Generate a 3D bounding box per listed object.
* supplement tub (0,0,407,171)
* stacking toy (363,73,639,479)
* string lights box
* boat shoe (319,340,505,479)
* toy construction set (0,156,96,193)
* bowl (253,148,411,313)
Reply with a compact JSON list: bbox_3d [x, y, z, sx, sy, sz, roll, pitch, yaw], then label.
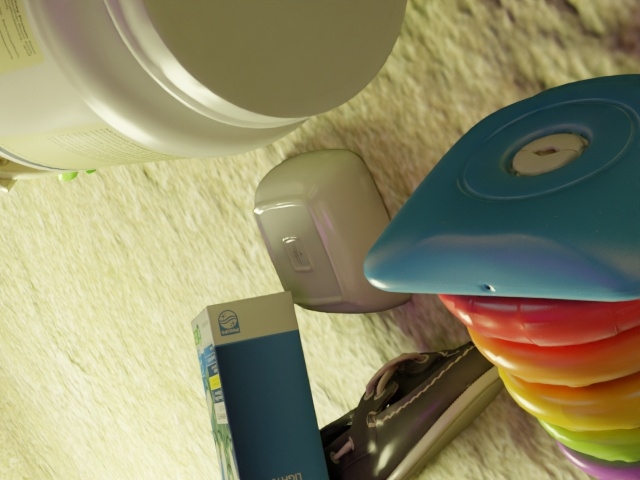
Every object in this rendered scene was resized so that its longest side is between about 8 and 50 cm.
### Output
[{"bbox_3d":[-0.121,-0.168,0.704,0.325,0.235,0.235,1,115,52],"label":"supplement tub"},{"bbox_3d":[0.172,0.074,0.575,0.175,0.166,0.302,-1,126,43],"label":"stacking toy"},{"bbox_3d":[-0.044,0.182,0.884,0.133,0.077,0.260,139,120,-74],"label":"string lights box"},{"bbox_3d":[0.049,0.151,0.842,0.095,0.112,0.335,48,151,14],"label":"boat shoe"},{"bbox_3d":[-0.287,-0.130,1.011,0.151,0.215,0.328,48,146,4],"label":"toy construction set"},{"bbox_3d":[0.000,0.000,0.852,0.142,0.053,0.142,-5,109,57],"label":"bowl"}]
